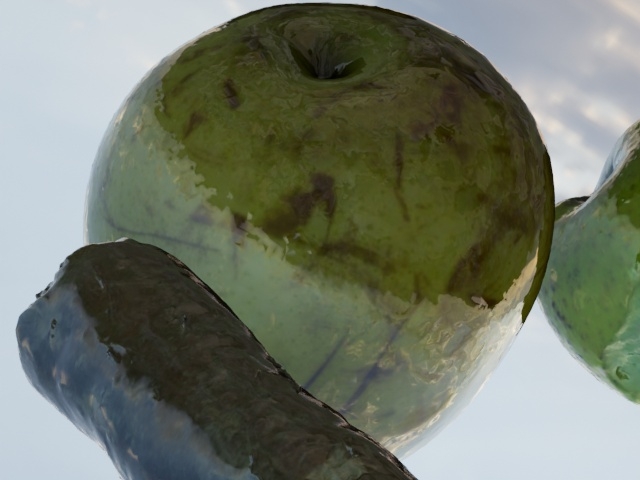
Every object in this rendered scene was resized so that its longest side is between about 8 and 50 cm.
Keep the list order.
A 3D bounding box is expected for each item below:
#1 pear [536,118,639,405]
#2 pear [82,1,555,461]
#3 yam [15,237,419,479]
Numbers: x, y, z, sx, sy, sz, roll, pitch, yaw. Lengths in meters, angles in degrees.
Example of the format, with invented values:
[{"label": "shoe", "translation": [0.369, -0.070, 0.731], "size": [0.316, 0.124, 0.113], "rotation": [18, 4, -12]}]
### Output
[{"label": "pear", "translation": [0.301, 0.022, 1.406], "size": [0.281, 0.286, 0.176], "rotation": [15, -144, 18]}, {"label": "pear", "translation": [0.000, 0.000, 1.049], "size": [0.283, 0.283, 0.283], "rotation": [29, -161, -11]}, {"label": "yam", "translation": [0.008, 0.078, 0.453], "size": [0.061, 0.061, 0.253], "rotation": [12, -162, -47]}]
